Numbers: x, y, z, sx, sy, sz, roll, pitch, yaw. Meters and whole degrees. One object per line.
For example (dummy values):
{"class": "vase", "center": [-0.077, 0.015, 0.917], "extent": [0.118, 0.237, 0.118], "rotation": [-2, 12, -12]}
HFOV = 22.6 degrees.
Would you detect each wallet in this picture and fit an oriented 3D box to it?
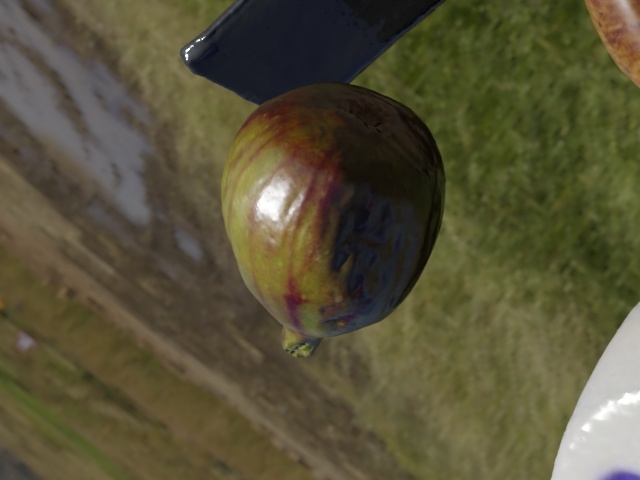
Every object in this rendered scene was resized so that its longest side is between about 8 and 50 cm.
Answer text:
{"class": "wallet", "center": [0.035, -0.191, 1.149], "extent": [0.146, 0.285, 0.030], "rotation": [21, -142, -44]}

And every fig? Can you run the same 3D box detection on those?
{"class": "fig", "center": [0.000, 0.000, 0.760], "extent": [0.109, 0.155, 0.103], "rotation": [7, -144, -20]}

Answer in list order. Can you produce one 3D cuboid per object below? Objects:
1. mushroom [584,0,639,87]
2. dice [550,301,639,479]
{"class": "mushroom", "center": [0.329, -0.216, 1.058], "extent": [0.345, 0.345, 0.259], "rotation": [36, -161, 6]}
{"class": "dice", "center": [0.344, 0.172, 1.223], "extent": [0.251, 0.259, 0.243], "rotation": [25, 120, 29]}
